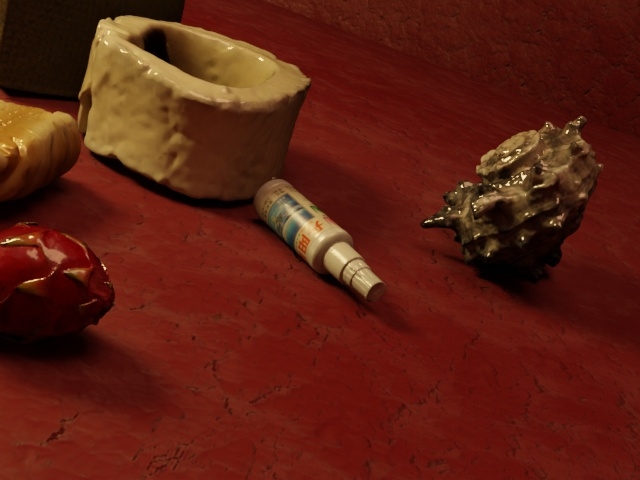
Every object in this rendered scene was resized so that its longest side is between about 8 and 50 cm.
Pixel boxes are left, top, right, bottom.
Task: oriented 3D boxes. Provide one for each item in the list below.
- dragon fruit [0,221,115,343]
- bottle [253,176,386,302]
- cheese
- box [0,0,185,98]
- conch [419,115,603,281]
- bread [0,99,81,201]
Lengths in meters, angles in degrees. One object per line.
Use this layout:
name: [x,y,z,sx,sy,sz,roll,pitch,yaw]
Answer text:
dragon fruit: [-0.255,0.031,0.595,0.190,0.094,0.094,0,28,-16]
bottle: [0.000,0.000,0.896,0.060,0.060,0.217,-1,30,-41]
cheese: [-0.176,-0.184,1.051,0.292,0.153,0.332,19,21,-3]
box: [-0.364,-0.317,1.157,0.273,0.184,0.143,-4,28,-45]
conch: [0.277,-0.068,1.055,0.186,0.240,0.313,44,17,18]
bread: [-0.329,-0.092,0.804,0.119,0.084,0.177,19,23,3]
